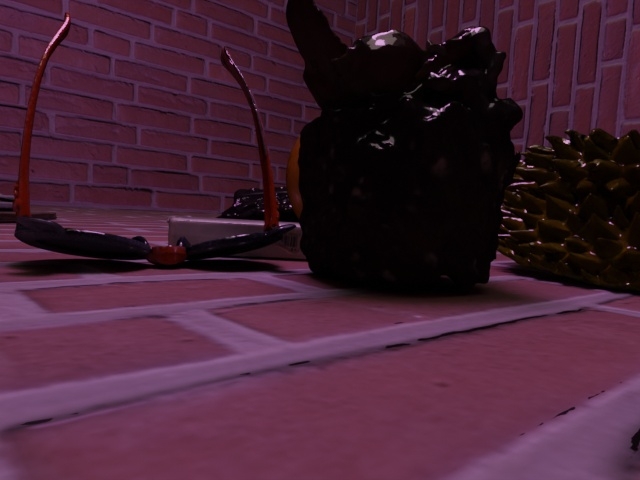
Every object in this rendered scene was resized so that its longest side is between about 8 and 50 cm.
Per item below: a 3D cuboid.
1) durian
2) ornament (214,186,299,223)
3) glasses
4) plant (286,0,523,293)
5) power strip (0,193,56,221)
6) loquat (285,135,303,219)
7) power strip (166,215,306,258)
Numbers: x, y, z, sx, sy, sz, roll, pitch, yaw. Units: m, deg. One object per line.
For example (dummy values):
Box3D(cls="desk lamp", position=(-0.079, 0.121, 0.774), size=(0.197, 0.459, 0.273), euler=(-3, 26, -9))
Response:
Box3D(cls="durian", position=(0.339, -0.001, 0.519), size=(0.394, 0.163, 0.198), euler=(16, -15, 47))
Box3D(cls="ornament", position=(-0.128, -0.059, 1.110), size=(0.251, 0.106, 0.260), euler=(-3, 11, 13))
Box3D(cls="glasses", position=(-0.153, -0.106, 0.465), size=(0.234, 0.268, 0.118), euler=(0, -14, -29))
Box3D(cls="plant", position=(0.066, -0.073, 0.430), size=(0.204, 0.234, 0.178), euler=(-4, 1, -21))
Box3D(cls="power strip", position=(-0.642, -0.071, 0.924), size=(0.198, 0.065, 0.213), euler=(2, 4, 12))
Box3D(cls="loquat", position=(0.070, -0.097, 0.799), size=(0.263, 0.263, 0.263), euler=(4, 4, 0))
Box3D(cls="power strip", position=(0.000, 0.000, 0.603), size=(0.367, 0.043, 0.106), euler=(3, 4, -6))
